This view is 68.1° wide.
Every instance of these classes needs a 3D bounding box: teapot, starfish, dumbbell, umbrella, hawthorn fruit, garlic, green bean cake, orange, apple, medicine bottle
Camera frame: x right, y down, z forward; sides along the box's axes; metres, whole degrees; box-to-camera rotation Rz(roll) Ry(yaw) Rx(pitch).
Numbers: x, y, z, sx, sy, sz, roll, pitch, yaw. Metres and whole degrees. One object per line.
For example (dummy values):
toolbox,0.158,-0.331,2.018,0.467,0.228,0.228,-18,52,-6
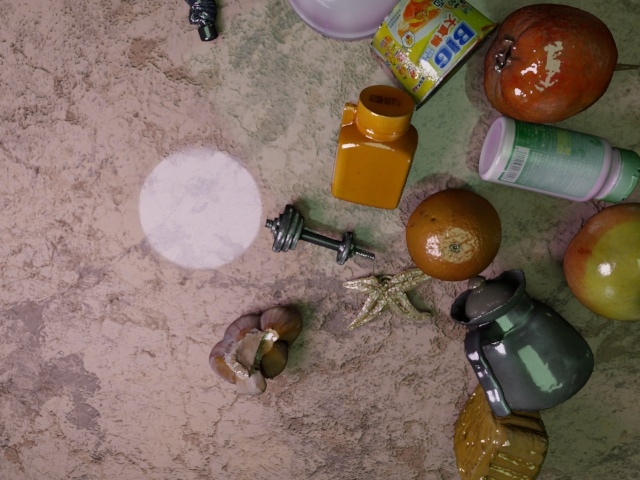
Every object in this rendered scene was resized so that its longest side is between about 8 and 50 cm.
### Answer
teapot,0.377,0.211,0.998,0.305,0.223,0.285,-37,94,-21
starfish,0.173,0.138,1.098,0.247,0.050,0.138,-8,108,11
dumbbell,0.000,0.000,1.047,0.254,0.110,0.110,18,108,-8
umbrella,-0.240,-0.509,0.924,0.071,0.080,0.224,-22,112,-25
hawthorn fruit,0.436,-0.311,0.855,0.262,0.210,0.210,3,108,-10
garlic,-0.152,0.244,1.107,0.160,0.214,0.191,23,153,14
green bean cake,0.401,0.461,1.090,0.131,0.224,0.230,17,112,-1
orange,0.269,-0.010,0.964,0.206,0.206,0.206,1,108,5
apple,0.613,0.048,0.934,0.261,0.194,0.261,-4,129,-4
medicine bottle,0.108,-0.178,0.923,0.149,0.112,0.222,12,140,3
medicine bottle,0.467,-0.153,0.935,0.274,0.133,0.133,14,108,1

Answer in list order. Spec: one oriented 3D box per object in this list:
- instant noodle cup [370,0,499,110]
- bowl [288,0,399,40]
instant noodle cup,0.201,-0.367,0.869,0.205,0.205,0.153,-43,89,16
bowl,0.055,-0.518,0.851,0.287,0.144,0.287,2,109,5
